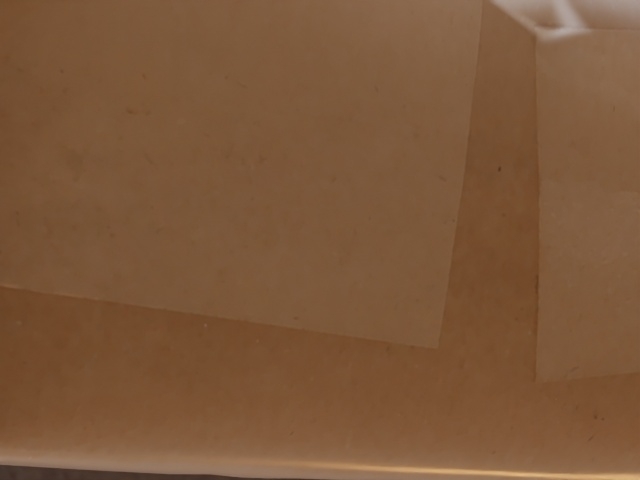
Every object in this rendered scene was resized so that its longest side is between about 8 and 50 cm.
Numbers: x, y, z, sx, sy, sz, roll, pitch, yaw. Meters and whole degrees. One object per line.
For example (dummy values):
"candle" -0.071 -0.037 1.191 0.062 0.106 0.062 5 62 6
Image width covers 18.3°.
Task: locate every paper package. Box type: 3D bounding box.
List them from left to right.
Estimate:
"paper package" -0.038 -0.017 0.624 0.324 0.309 0.168 7 86 -36
